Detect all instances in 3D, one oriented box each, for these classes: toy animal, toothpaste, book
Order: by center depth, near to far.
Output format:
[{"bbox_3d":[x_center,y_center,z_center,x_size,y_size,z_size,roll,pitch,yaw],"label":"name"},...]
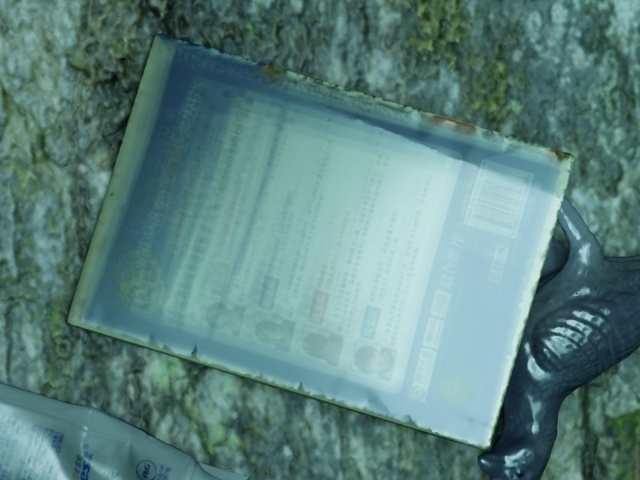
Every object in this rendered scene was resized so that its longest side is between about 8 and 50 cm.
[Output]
[{"bbox_3d":[-0.182,0.161,1.420,0.266,0.061,0.096,17,89,-4],"label":"toothpaste"},{"bbox_3d":[0.000,0.000,1.428,0.322,0.018,0.228,18,88,3],"label":"book"},{"bbox_3d":[0.198,0.033,1.478,0.367,0.081,0.206,-45,95,-15],"label":"toy animal"}]
